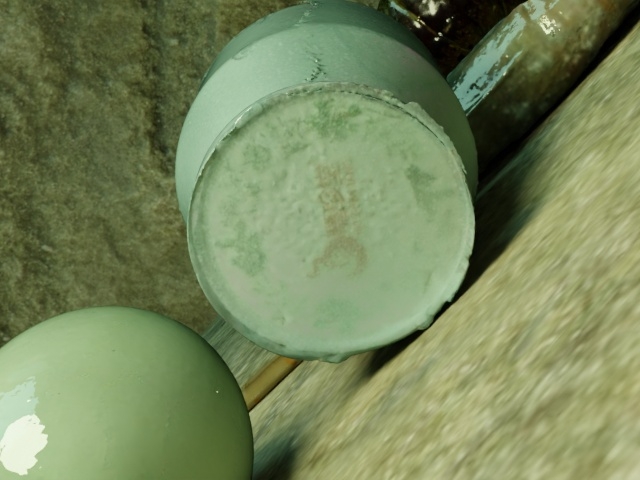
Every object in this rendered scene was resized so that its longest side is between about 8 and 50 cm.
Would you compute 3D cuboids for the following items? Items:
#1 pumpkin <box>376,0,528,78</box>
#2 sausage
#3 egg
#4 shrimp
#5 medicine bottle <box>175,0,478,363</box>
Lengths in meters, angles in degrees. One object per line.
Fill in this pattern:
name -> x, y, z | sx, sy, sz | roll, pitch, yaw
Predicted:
pumpkin -> 0.172, -0.240, 1.249 | 0.238, 0.159, 0.238 | -22, -47, -26
sausage -> -0.066, 0.153, 1.134 | 0.132, 0.024, 0.024 | -44, 5, 22
egg -> -0.146, 0.147, 0.742 | 0.203, 0.203, 0.282 | -46, 6, 4
shrimp -> 0.170, -0.144, 1.103 | 0.446, 0.110, 0.221 | -43, -2, 0
medicine bottle -> 0.005, -0.053, 0.865 | 0.245, 0.245, 0.290 | -46, 12, 12
